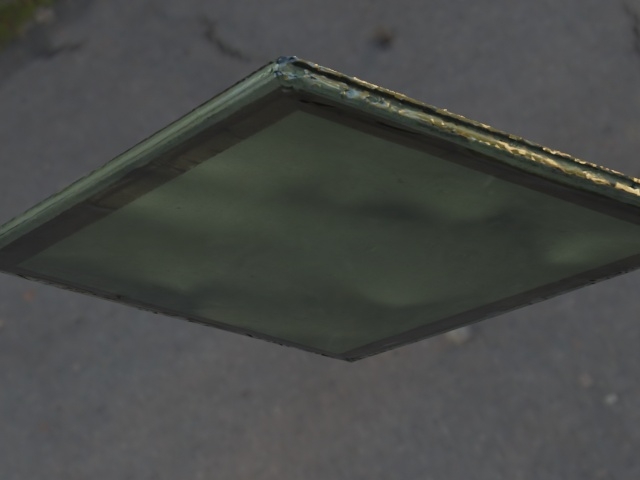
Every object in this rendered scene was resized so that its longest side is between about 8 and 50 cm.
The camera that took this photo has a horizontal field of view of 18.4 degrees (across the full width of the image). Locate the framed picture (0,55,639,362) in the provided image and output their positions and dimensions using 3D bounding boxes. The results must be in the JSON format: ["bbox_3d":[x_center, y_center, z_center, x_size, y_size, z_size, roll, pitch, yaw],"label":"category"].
[{"bbox_3d":[0.000,0.000,0.658,0.231,0.173,0.010,-22,57,54],"label":"framed picture"}]
